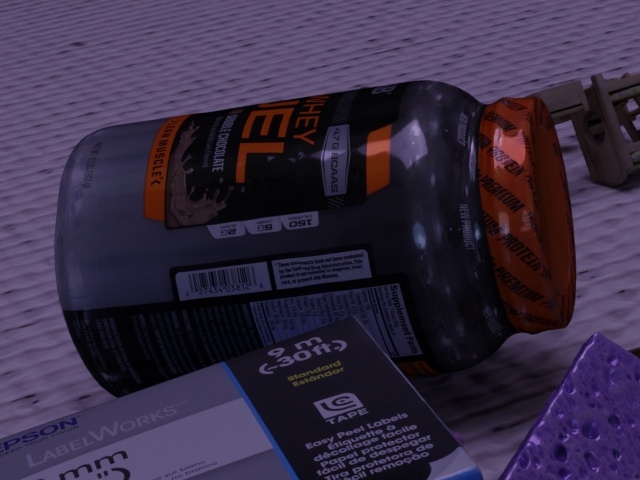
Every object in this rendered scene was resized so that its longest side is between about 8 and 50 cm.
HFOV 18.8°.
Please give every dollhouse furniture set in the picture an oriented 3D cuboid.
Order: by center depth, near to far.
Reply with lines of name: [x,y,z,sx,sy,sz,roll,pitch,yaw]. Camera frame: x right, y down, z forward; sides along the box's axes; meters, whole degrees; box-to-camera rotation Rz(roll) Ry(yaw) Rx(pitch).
dollhouse furniture set: [0.245,-0.093,1.822,0.182,0.101,0.161,-18,-2,-28]

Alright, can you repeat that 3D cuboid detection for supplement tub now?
supplement tub: [0.000,0.000,1.373,0.338,0.207,0.207,-7,19,16]

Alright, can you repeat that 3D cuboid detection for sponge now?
sponge: [0.132,0.158,0.957,0.117,0.031,0.210,34,69,5]

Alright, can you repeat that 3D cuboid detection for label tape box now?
label tape box: [-0.067,0.146,1.126,0.249,0.115,0.347,-19,24,-9]

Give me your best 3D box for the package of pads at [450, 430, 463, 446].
package of pads: [0.054,0.149,1.239,0.050,0.032,0.083,3,21,28]

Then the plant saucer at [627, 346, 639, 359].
plant saucer: [0.255,0.117,1.261,0.199,0.036,0.198,-6,20,2]
